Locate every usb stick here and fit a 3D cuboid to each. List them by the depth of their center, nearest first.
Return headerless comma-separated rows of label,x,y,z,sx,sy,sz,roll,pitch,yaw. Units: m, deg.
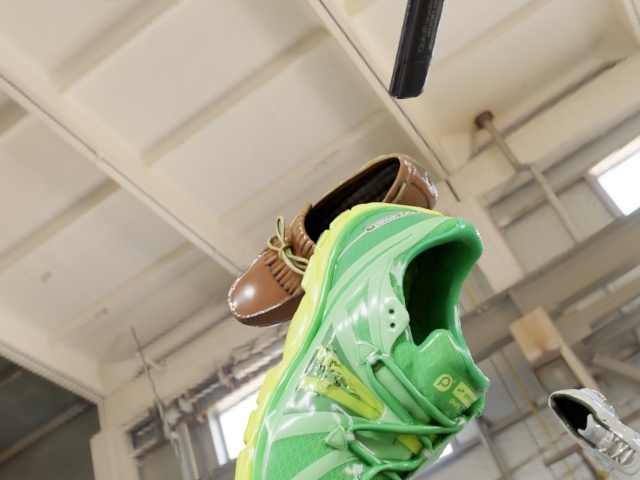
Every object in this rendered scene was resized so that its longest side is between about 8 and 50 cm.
usb stick,0.169,-0.365,1.457,0.077,0.045,0.278,-18,-45,-33

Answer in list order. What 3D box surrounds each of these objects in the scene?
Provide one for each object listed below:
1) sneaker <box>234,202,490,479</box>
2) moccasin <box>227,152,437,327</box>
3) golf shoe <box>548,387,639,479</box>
sneaker,0.034,0.101,0.535,0.124,0.295,0.109,-6,-31,36
moccasin,0.001,0.003,1.331,0.380,0.139,0.147,-33,-31,20
golf shoe,0.308,0.220,0.913,0.086,0.176,0.069,23,-78,-42
